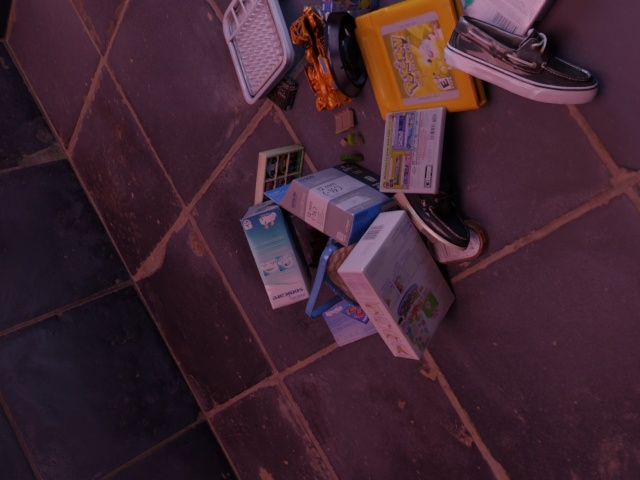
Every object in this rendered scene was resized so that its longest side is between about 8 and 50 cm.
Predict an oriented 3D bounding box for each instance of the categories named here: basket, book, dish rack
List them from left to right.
[{"bbox_3d":[-0.185,-0.621,1.858,0.285,0.072,0.333,-31,72,51],"label":"dish rack"},{"bbox_3d":[0.080,0.089,1.781,0.201,0.289,0.255,36,127,24],"label":"basket"},{"bbox_3d":[0.265,-0.065,1.644,0.035,0.096,0.144,-40,52,11],"label":"book"}]

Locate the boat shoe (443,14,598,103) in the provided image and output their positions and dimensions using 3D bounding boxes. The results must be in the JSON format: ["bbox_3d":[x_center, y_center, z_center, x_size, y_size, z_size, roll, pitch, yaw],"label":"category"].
[{"bbox_3d":[0.428,-0.385,1.267,0.335,0.121,0.119,20,130,11],"label":"boat shoe"}]

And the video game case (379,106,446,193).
[{"bbox_3d":[0.235,-0.228,1.543,0.193,0.023,0.213,8,94,51],"label":"video game case"}]

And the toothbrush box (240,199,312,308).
[{"bbox_3d":[-0.130,0.032,1.866,0.126,0.216,0.296,-19,103,5],"label":"toothbrush box"}]

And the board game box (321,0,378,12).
[{"bbox_3d":[0.082,-0.652,1.508,0.035,0.201,0.136,23,123,34],"label":"board game box"}]

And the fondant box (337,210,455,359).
[{"bbox_3d":[0.213,0.121,1.614,0.096,0.238,0.330,-5,128,48],"label":"fondant box"}]

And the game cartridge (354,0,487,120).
[{"bbox_3d":[0.237,-0.448,1.495,0.323,0.052,0.286,4,123,50],"label":"game cartridge"}]

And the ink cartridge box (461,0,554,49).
[{"bbox_3d":[0.422,-0.561,1.298,0.186,0.065,0.311,47,138,19],"label":"ink cartridge box"}]

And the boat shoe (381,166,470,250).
[{"bbox_3d":[0.295,-0.125,1.579,0.113,0.127,0.340,-56,50,33],"label":"boat shoe"}]

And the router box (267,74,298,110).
[{"bbox_3d":[-0.133,-0.490,1.932,0.122,0.038,0.092,43,134,24],"label":"router box"}]

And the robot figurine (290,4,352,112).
[{"bbox_3d":[-0.002,-0.517,1.705,0.291,0.085,0.211,69,164,-13],"label":"robot figurine"}]

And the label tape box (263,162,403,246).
[{"bbox_3d":[0.041,-0.138,1.750,0.347,0.249,0.115,34,130,31],"label":"label tape box"}]

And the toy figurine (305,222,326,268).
[{"bbox_3d":[0.000,0.000,1.989,0.173,0.130,0.159,137,120,-72],"label":"toy figurine"}]

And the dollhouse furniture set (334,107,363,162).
[{"bbox_3d":[0.089,-0.313,1.793,0.076,0.058,0.152,-12,79,56],"label":"dollhouse furniture set"}]

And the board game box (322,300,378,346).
[{"bbox_3d":[0.119,0.260,2.020,0.281,0.027,0.145,-32,85,49],"label":"board game box"}]

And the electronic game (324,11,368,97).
[{"bbox_3d":[0.069,-0.493,1.581,0.048,0.229,0.230,-3,106,28],"label":"electronic game"}]

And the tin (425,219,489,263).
[{"bbox_3d":[0.368,0.005,1.636,0.189,0.040,0.106,-15,92,49],"label":"tin"}]

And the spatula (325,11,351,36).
[{"bbox_3d":[0.048,-0.636,1.590,0.019,0.168,0.242,6,108,30],"label":"spatula"}]

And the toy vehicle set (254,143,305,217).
[{"bbox_3d":[-0.139,-0.179,1.984,0.035,0.166,0.267,35,130,35],"label":"toy vehicle set"}]
